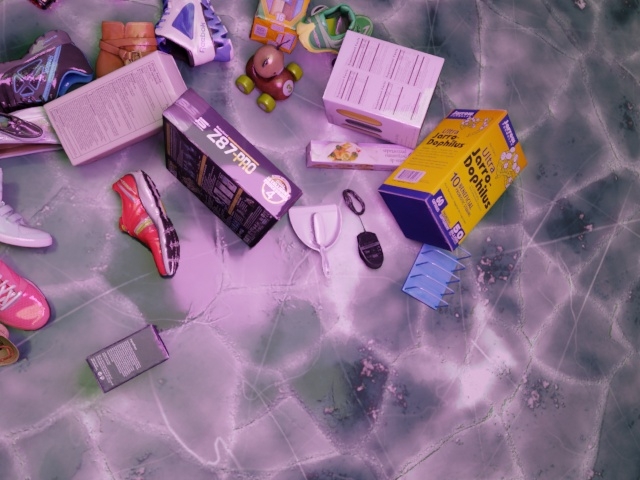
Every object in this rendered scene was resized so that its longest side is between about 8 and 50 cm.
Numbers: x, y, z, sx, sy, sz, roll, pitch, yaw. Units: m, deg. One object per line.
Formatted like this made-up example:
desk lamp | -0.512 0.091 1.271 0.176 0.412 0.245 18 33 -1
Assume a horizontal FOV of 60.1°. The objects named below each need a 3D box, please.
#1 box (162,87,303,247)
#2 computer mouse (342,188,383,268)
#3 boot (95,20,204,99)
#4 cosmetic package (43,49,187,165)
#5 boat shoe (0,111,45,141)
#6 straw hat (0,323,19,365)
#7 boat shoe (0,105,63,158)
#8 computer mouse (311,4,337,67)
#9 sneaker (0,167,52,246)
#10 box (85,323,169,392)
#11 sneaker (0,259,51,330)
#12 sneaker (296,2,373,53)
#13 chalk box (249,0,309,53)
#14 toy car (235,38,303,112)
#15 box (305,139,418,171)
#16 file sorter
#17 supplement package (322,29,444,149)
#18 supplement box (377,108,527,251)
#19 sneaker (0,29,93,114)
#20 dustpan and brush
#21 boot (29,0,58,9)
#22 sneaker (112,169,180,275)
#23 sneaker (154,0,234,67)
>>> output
box | -0.222 -0.143 1.295 0.318 0.395 0.097 41 74 -4
computer mouse | 0.114 -0.032 1.557 0.071 0.041 0.242 -14 78 -25
boot | -0.427 -0.437 1.414 0.283 0.109 0.220 5 100 -1
cosmetic package | -0.474 -0.313 1.327 0.309 0.113 0.160 -21 100 8
boat shoe | -0.707 -0.263 1.264 0.142 0.040 0.049 13 74 -23
straw hat | -0.754 0.222 1.267 0.144 0.145 0.061 16 40 -12
boat shoe | -0.765 -0.225 1.311 0.320 0.118 0.103 -23 85 -24
computer mouse | 0.039 -0.596 1.619 0.106 0.042 0.193 -35 97 -12
sneaker | -0.735 -0.083 1.280 0.255 0.094 0.151 23 90 -21
box | -0.445 0.271 1.295 0.158 0.156 0.093 -28 90 -17
sneaker | -0.751 0.093 1.245 0.314 0.136 0.116 46 74 -11
sneaker | 0.065 -0.572 1.506 0.295 0.123 0.110 -28 98 -46
chalk box | -0.102 -0.661 1.543 0.131 0.132 0.213 18 79 -11
toy car | -0.125 -0.462 1.476 0.149 0.188 0.155 40 74 -6
box | 0.120 -0.238 1.571 0.323 0.067 0.063 1 82 -16
file sorter | 0.329 0.091 1.555 0.118 0.104 0.170 30 76 -8
supplement package | 0.167 -0.398 1.492 0.262 0.199 0.198 19 85 7
supplement box | 0.367 -0.176 1.526 0.356 0.195 0.194 -47 124 -16
sneaker | -0.714 -0.366 1.341 0.341 0.125 0.140 -45 99 -14
dustpan and brush | 0.000 0.000 1.504 0.147 0.060 0.211 -6 83 -16
boot | -0.644 -0.655 1.425 0.236 0.085 0.179 32 77 -2
sneaker | -0.440 -0.035 1.390 0.118 0.107 0.279 -22 84 2
sneaker | -0.380 -0.592 1.461 0.182 0.127 0.316 -30 91 -19
